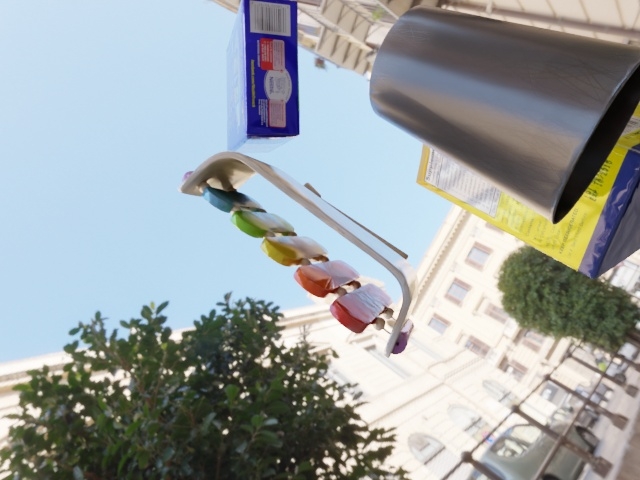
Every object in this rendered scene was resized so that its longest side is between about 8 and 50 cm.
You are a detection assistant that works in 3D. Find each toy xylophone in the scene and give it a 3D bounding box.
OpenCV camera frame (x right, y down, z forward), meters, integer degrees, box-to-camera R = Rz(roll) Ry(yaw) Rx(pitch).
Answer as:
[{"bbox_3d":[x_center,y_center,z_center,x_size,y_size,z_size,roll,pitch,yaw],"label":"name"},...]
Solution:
[{"bbox_3d":[0.000,0.000,0.567,0.081,0.322,0.236,-55,-21,10],"label":"toy xylophone"}]

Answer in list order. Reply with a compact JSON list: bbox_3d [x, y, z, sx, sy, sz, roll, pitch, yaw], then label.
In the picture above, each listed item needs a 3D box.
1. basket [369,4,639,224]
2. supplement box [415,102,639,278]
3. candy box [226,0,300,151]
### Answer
[{"bbox_3d":[0.175,-0.143,0.476,0.154,0.227,0.204,-54,-27,-2],"label":"basket"},{"bbox_3d":[0.357,-0.135,0.757,0.195,0.356,0.194,-22,-49,-29],"label":"supplement box"},{"bbox_3d":[-0.140,-0.346,1.053,0.122,0.317,0.268,-2,-85,-18],"label":"candy box"}]
